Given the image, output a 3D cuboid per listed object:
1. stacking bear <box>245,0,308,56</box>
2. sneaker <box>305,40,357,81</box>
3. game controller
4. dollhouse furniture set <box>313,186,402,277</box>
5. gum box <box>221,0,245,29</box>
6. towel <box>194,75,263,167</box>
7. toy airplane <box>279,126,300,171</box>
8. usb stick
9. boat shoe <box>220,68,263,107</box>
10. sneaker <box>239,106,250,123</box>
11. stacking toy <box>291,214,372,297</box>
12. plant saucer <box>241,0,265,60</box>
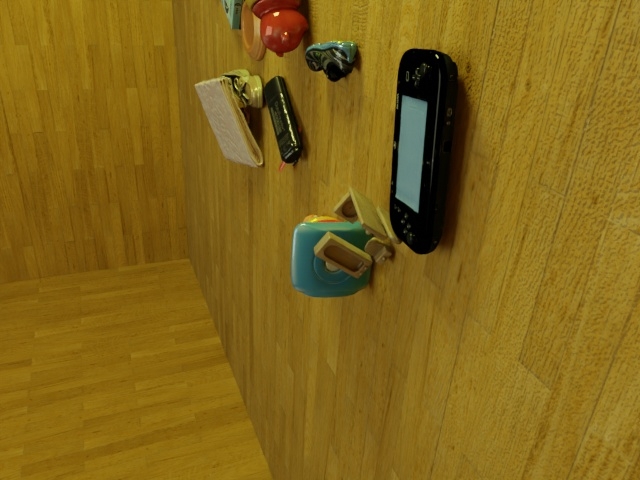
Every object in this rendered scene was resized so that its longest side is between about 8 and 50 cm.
[{"bbox_3d":[-0.109,-0.598,1.284,0.175,0.164,0.289,169,88,-69],"label":"stacking bear"},{"bbox_3d":[0.017,-0.380,1.142,0.188,0.067,0.078,-154,65,-62],"label":"sneaker"},{"bbox_3d":[0.158,-0.143,0.868,0.166,0.067,0.320,-139,46,-59],"label":"game controller"},{"bbox_3d":[0.074,0.017,1.008,0.151,0.144,0.123,-48,29,22],"label":"dollhouse furniture set"},{"bbox_3d":[-0.301,-0.847,1.827,0.157,0.041,0.185,110,146,-51],"label":"gum box"},{"bbox_3d":[-0.325,-0.417,1.882,0.331,0.053,0.317,26,140,60],"label":"towel"},{"bbox_3d":[-0.089,-0.267,1.500,0.151,0.028,0.151,-5,84,55],"label":"toy airplane"},{"bbox_3d":[-0.103,-0.337,1.465,0.077,0.045,0.278,-37,55,35],"label":"usb stick"},{"bbox_3d":[-0.258,-0.504,1.772,0.285,0.089,0.105,-133,40,-56],"label":"boat shoe"},{"bbox_3d":[-0.293,-0.452,1.927,0.119,0.057,0.047,-131,37,-57],"label":"sneaker"},{"bbox_3d":[0.000,0.000,1.243,0.302,0.175,0.166,-121,32,-68],"label":"stacking toy"},{"bbox_3d":[-0.213,-0.669,1.672,0.200,0.037,0.200,173,90,-69],"label":"plant saucer"}]
